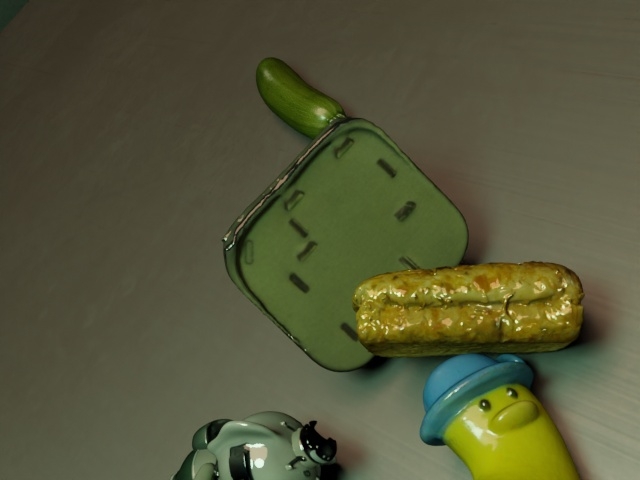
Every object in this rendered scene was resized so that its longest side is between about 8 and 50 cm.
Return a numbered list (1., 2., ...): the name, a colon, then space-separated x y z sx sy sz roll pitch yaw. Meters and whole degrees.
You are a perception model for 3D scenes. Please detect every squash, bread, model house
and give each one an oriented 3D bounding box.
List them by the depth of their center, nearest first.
1. bread: 0.134 0.064 0.813 0.210 0.114 0.083 -4 79 6
2. model house: 0.000 0.000 0.999 0.218 0.205 0.278 -46 12 -8
3. squash: -0.034 -0.199 1.245 0.069 0.069 0.258 -42 41 -1

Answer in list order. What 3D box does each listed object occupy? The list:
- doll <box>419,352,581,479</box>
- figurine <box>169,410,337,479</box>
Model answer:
1. doll: 0.147 0.237 0.696 0.199 0.145 0.363 15 46 -1
2. figurine: -0.065 0.226 0.854 0.192 0.147 0.126 -30 55 31
